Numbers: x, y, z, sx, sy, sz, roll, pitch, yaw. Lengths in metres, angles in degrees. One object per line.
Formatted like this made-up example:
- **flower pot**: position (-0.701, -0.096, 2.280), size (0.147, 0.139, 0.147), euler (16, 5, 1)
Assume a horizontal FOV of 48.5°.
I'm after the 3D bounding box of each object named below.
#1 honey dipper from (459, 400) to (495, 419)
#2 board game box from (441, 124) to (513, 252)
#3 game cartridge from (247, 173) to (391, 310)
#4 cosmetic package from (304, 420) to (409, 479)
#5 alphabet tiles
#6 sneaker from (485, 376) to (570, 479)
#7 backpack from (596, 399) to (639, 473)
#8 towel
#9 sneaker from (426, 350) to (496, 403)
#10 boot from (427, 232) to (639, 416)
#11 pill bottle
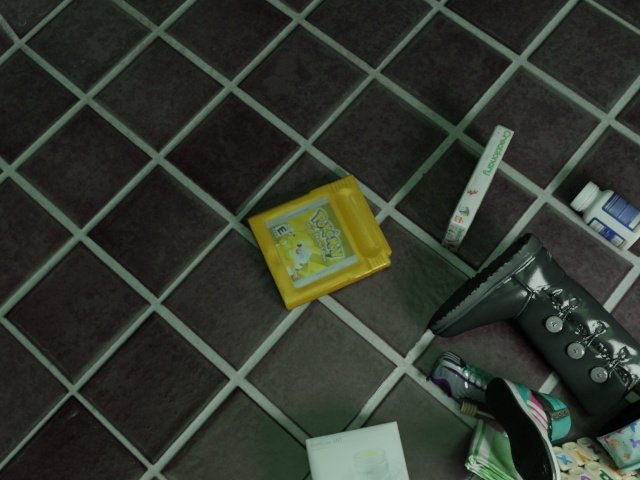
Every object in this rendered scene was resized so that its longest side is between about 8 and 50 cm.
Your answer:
- **honey dipper**: position (0.431, 0.440, 1.781), size (0.161, 0.030, 0.030), euler (16, 73, 4)
- **board game box**: position (0.414, -0.134, 1.889), size (0.053, 0.193, 0.305), euler (25, 75, 11)
- **game cartridge**: position (0.000, 0.000, 1.936), size (0.324, 0.052, 0.285), euler (-24, 72, -5)
- **cosmetic package**: position (0.094, 0.567, 1.695), size (0.224, 0.138, 0.224), euler (-11, 70, -2)
- **alphabet tiles**: position (0.664, 0.562, 1.625), size (0.284, 0.021, 0.278), euler (-3, 29, -34)
- **sneaker**: position (0.512, 0.452, 1.638), size (0.179, 0.123, 0.295), euler (15, 34, -26)
- **backpack**: position (0.780, 0.446, 1.635), size (0.254, 0.225, 0.191), euler (-12, 65, -29)
- **towel**: position (0.494, 0.544, 1.639), size (0.325, 0.248, 0.038), euler (29, 105, 12)
- **sneaker**: position (0.381, 0.373, 1.795), size (0.224, 0.083, 0.098), euler (33, 109, 5)
- **boot**: position (0.545, 0.258, 1.778), size (0.445, 0.146, 0.367), euler (46, 111, -2)
- **pill bottle**: position (0.769, -0.070, 1.894), size (0.187, 0.112, 0.112), euler (41, 78, 14)
